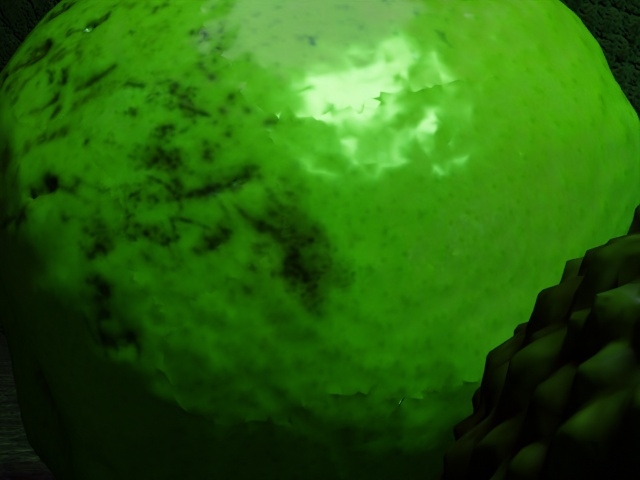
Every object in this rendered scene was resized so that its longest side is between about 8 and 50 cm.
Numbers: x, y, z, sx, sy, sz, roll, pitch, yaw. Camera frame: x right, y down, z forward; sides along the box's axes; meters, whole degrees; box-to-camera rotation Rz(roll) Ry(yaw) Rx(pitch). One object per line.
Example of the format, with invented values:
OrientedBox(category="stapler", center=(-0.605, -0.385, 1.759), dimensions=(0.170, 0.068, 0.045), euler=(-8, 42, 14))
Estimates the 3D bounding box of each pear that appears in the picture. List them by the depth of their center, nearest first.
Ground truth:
OrientedBox(category="pear", center=(0.000, 0.000, 1.013), dimensions=(0.391, 0.391, 0.391), euler=(6, 0, 0))

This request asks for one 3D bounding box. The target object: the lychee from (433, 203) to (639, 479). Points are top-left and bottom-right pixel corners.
OrientedBox(category="lychee", center=(0.141, 0.079, 0.427), dimensions=(0.236, 0.271, 0.236), euler=(14, 25, -7))
